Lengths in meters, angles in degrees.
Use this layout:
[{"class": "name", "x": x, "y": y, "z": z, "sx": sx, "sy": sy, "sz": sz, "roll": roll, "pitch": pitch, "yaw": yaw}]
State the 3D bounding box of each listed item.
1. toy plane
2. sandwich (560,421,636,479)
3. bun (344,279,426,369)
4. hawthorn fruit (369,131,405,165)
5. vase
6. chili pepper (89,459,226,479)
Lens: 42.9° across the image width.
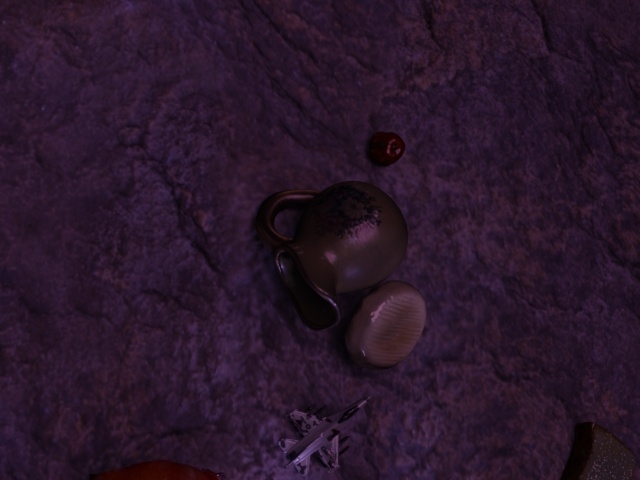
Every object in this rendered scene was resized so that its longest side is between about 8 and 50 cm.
[{"class": "toy plane", "x": 0.011, "y": 0.410, "z": 1.752, "sx": 0.234, "sy": 0.082, "sz": 0.160, "roll": -36, "pitch": 86, "yaw": -17}, {"class": "sandwich", "x": 0.698, "y": 0.593, "z": 2.061, "sx": 0.186, "sy": 0.065, "sz": 0.215, "roll": 38, "pitch": 64, "yaw": -14}, {"class": "bun", "x": 0.134, "y": 0.184, "z": 1.839, "sx": 0.222, "sy": 0.127, "sz": 0.222, "roll": -15, "pitch": 117, "yaw": -33}, {"class": "hawthorn fruit", "x": 0.164, "y": -0.226, "z": 1.984, "sx": 0.093, "sy": 0.093, "sz": 0.093, "roll": 7, "pitch": 74, "yaw": -25}, {"class": "vase", "x": 0.000, "y": 0.000, "z": 1.784, "sx": 0.329, "sy": 0.241, "sz": 0.302, "roll": 36, "pitch": 58, "yaw": 23}, {"class": "chili pepper", "x": -0.298, "y": 0.566, "z": 1.450, "sx": 0.251, "sy": 0.229, "sz": 0.305, "roll": 49, "pitch": 35, "yaw": -57}]
